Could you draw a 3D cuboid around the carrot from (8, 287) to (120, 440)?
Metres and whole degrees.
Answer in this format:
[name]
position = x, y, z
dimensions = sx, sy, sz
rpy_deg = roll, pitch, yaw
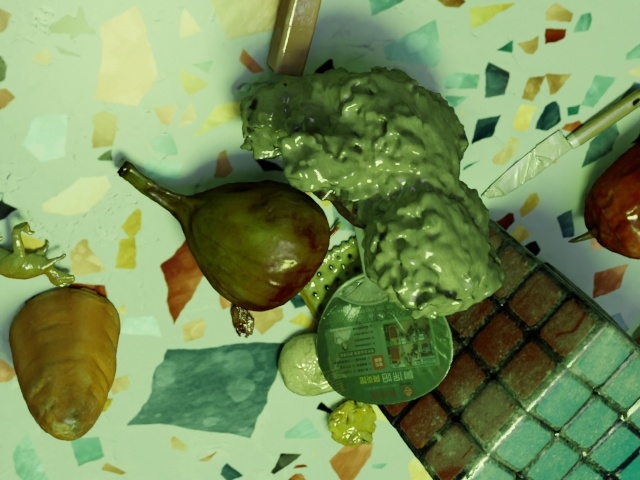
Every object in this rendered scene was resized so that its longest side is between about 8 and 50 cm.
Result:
[carrot]
position = -0.345, 0.180, 1.518
dimensions = 0.159, 0.225, 0.159
rpy_deg = -7, 119, -12

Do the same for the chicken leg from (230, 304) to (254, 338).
[chicken leg]
position = -0.118, 0.111, 1.682
dimensions = 0.036, 0.021, 0.083
rpy_deg = -4, 116, -7

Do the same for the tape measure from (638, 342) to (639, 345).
[tape measure]
position = 0.644, 0.220, 1.974
dimensions = 0.232, 0.133, 0.271
rpy_deg = -1, 117, -29

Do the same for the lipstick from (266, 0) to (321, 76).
[lipstick]
position = -0.031, -0.293, 1.468
dimensions = 0.045, 0.045, 0.145
rpy_deg = 3, 117, -25

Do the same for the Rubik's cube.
[Rubik's cube]
position = 0.318, 0.229, 1.713
dimensions = 0.337, 0.343, 0.344
rpy_deg = 35, 101, -36

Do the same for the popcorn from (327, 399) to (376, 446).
[popcorn]
position = 0.054, 0.307, 1.842
dimensions = 0.084, 0.084, 0.084
rpy_deg = -9, 121, -16

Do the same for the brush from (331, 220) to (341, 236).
[brush]
position = 0.000, 0.000, 1.663
dimensions = 0.021, 0.019, 0.083
rpy_deg = 36, 103, -23

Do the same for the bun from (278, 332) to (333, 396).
[bun]
position = -0.011, 0.201, 1.744
dimensions = 0.115, 0.069, 0.115
rpy_deg = -8, 120, -14

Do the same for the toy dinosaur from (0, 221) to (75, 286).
[toy dinosaur]
position = -0.428, 0.038, 1.511
dimensions = 0.162, 0.039, 0.126
rpy_deg = -24, 125, -5

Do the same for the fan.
[fan]
position = 0.103, 0.109, 1.634
dimensions = 0.012, 0.223, 0.294
rpy_deg = -7, 114, -59

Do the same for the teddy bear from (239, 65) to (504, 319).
[teddy bear]
position = 0.090, -0.048, 1.443
dimensions = 0.357, 0.367, 0.224
rpy_deg = 15, 144, -34

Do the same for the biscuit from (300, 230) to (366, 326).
[biscuit]
position = 0.079, 0.044, 1.721
dimensions = 0.231, 0.016, 0.139
rpy_deg = -30, 124, -4

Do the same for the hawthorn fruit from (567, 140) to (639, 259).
[hawthorn fruit]
position = 0.505, -0.052, 1.728
dimensions = 0.251, 0.189, 0.189
rpy_deg = -35, 125, 6

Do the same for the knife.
[knife]
position = 0.374, -0.150, 1.723
dimensions = 0.298, 0.017, 0.047
rpy_deg = -35, 123, 5

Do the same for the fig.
[fig]
position = -0.121, -0.040, 1.535
dimensions = 0.190, 0.190, 0.290
rpy_deg = -44, 88, 7
